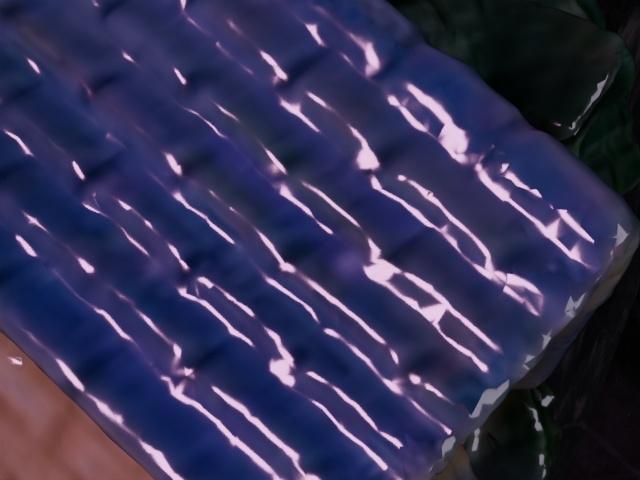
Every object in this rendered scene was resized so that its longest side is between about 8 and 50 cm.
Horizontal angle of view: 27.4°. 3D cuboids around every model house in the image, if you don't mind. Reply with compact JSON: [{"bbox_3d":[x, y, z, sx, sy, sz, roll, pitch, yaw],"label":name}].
[{"bbox_3d":[0.000,0.000,0.675,0.445,0.395,0.400,-25,149,-53],"label":"model house"}]
